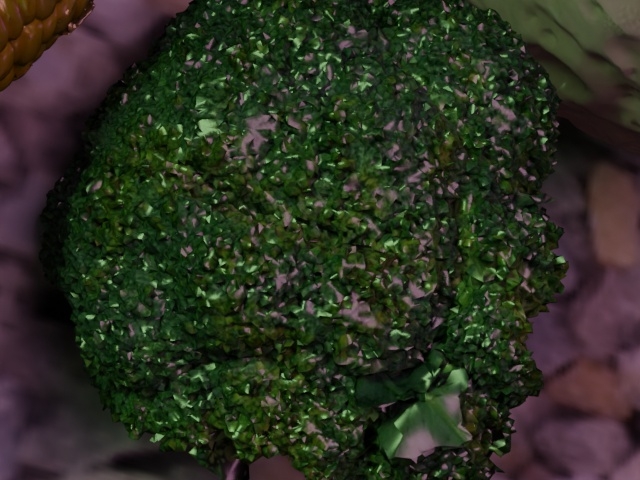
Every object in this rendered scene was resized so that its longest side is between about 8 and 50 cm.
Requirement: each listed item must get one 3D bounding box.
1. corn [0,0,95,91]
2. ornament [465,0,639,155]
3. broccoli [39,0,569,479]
[{"bbox_3d":[-0.167,-0.046,0.502,0.291,0.101,0.101,-38,103,-37],"label":"corn"},{"bbox_3d":[0.157,-0.148,0.657,0.225,0.259,0.259,40,61,-39],"label":"ornament"},{"bbox_3d":[0.000,0.000,0.584,0.156,0.195,0.195,47,58,-40],"label":"broccoli"}]
